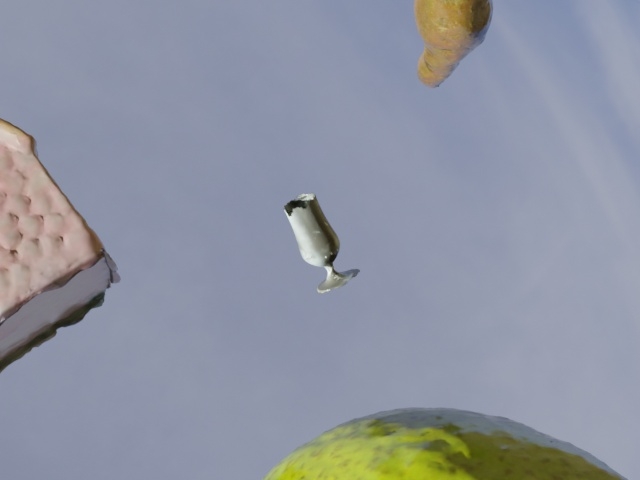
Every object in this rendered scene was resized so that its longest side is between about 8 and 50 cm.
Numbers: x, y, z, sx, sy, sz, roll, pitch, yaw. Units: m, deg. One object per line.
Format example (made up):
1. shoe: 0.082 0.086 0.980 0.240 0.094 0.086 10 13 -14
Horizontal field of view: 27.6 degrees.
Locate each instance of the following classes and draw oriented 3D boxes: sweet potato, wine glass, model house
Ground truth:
1. sweet potato: 0.122 -0.202 1.219 0.074 0.269 0.075 0 -113 1
2. wine glass: 0.000 0.000 1.113 0.083 0.042 0.039 66 173 -14
3. model house: -0.356 0.002 1.255 0.237 0.202 0.237 -33 -97 -11

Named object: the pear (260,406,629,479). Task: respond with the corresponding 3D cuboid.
1. pear: 0.098 0.298 0.938 0.391 0.391 0.391 29 -135 -33
